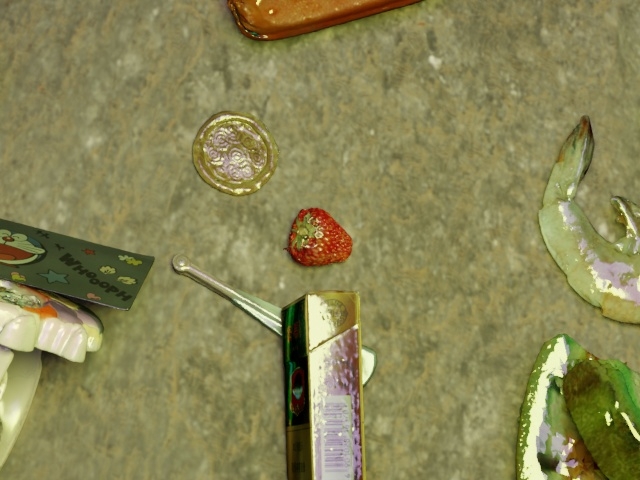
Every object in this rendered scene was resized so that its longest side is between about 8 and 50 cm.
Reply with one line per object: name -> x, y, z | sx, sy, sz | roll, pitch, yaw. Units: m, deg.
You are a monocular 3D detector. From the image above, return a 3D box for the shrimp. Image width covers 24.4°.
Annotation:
shrimp -> 0.405, -0.069, 1.877 | 0.247, 0.085, 0.360 | 8, 78, 3

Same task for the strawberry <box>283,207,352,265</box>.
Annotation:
strawberry -> 0.000, 0.000, 1.825 | 0.083, 0.073, 0.073 | 21, 70, -38

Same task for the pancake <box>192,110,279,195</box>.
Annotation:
pancake -> -0.106, -0.111, 1.866 | 0.115, 0.011, 0.114 | 2, 76, -7

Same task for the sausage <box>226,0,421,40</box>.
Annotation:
sausage -> 0.042, -0.330, 1.897 | 0.330, 0.102, 0.102 | -18, 77, -9

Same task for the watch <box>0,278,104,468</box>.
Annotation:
watch -> -0.366, 0.163, 1.679 | 0.196, 0.244, 0.231 | 18, 94, 4

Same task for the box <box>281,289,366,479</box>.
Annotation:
box -> 0.002, 0.185, 1.711 | 0.071, 0.159, 0.240 | -1, 80, -10

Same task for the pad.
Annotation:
pad -> -0.327, 0.020, 1.745 | 0.246, 0.170, 0.006 | 14, 110, 0

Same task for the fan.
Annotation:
fan -> -0.061, 0.098, 1.809 | 0.282, 0.023, 0.057 | 28, 83, 2

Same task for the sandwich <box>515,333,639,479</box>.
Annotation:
sandwich -> 0.377, 0.259, 1.736 | 0.301, 0.162, 0.250 | 15, 78, 2
